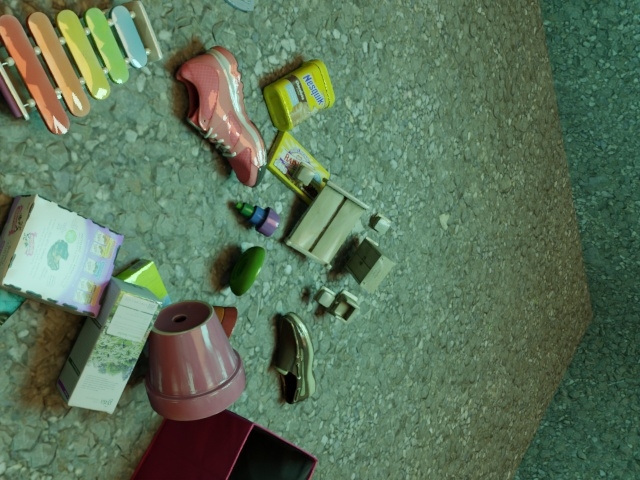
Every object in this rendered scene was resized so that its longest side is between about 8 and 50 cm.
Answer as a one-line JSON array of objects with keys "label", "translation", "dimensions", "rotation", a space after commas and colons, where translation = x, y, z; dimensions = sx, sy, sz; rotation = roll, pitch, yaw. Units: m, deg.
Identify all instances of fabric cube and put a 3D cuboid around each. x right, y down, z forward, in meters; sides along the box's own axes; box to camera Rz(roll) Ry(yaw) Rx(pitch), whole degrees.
[{"label": "fabric cube", "translation": [-0.214, 0.519, 1.384], "dimensions": [0.254, 0.258, 0.259], "rotation": [46, 63, -43]}]

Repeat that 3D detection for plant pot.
[{"label": "plant pot", "translation": [-0.262, 0.228, 1.271], "dimensions": [0.201, 0.201, 0.180], "rotation": [-31, 125, -41]}]

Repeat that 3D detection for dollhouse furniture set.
[{"label": "dollhouse furniture set", "translation": [0.000, 0.000, 1.695], "dimensions": [0.355, 0.174, 0.303], "rotation": [33, 97, -18]}]

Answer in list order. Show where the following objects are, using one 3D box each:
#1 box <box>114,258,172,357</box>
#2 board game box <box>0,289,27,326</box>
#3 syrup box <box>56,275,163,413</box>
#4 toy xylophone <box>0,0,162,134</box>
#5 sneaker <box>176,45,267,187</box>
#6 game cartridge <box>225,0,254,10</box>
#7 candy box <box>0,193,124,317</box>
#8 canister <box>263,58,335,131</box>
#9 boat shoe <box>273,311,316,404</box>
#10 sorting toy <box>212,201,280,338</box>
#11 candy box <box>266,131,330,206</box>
[{"label": "box", "translation": [-0.365, 0.140, 1.312], "dimensions": [0.109, 0.042, 0.178], "rotation": [-39, 125, -36]}, {"label": "board game box", "translation": [-0.593, 0.074, 1.058], "dimensions": [0.126, 0.026, 0.186], "rotation": [-55, 132, -27]}, {"label": "syrup box", "translation": [-0.402, 0.198, 1.204], "dimensions": [0.093, 0.096, 0.237], "rotation": [25, 90, -38]}, {"label": "toy xylophone", "translation": [-0.447, -0.347, 1.112], "dimensions": [0.323, 0.081, 0.236], "rotation": [-49, 129, -32]}, {"label": "sneaker", "translation": [-0.224, -0.252, 1.380], "dimensions": [0.136, 0.116, 0.314], "rotation": [-29, 111, -31]}, {"label": "game cartridge", "translation": [-0.183, -0.551, 1.426], "dimensions": [0.083, 0.017, 0.056], "rotation": [7, 88, -49]}, {"label": "candy box", "translation": [-0.471, 0.031, 1.133], "dimensions": [0.196, 0.070, 0.165], "rotation": [35, 63, -50]}, {"label": "canister", "translation": [-0.052, -0.357, 1.562], "dimensions": [0.170, 0.073, 0.126], "rotation": [-40, 124, -35]}, {"label": "boat shoe", "translation": [-0.073, 0.313, 1.635], "dimensions": [0.095, 0.095, 0.257], "rotation": [-26, 116, -37]}, {"label": "sorting toy", "translation": [-0.219, 0.068, 1.441], "dimensions": [0.126, 0.127, 0.365], "rotation": [30, 74, -22]}, {"label": "candy box", "translation": [-0.057, -0.181, 1.620], "dimensions": [0.206, 0.027, 0.105], "rotation": [40, 65, -44]}]
